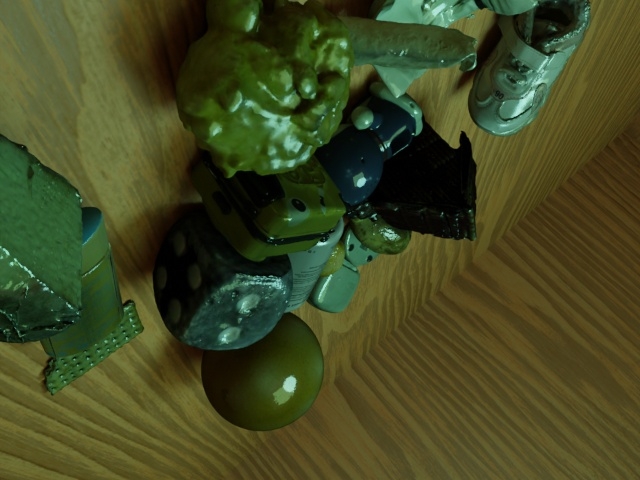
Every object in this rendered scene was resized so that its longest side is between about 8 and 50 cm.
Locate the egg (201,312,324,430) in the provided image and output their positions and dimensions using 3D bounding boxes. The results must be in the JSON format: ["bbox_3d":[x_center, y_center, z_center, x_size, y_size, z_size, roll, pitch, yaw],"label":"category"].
[{"bbox_3d":[-0.131,0.292,1.503,0.282,0.283,0.351,-42,-179,-4],"label":"egg"}]

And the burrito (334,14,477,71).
[{"bbox_3d":[0.099,-0.289,0.972,0.275,0.059,0.082,3,153,-1],"label":"burrito"}]

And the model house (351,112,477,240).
[{"bbox_3d":[0.227,-0.093,1.448,0.297,0.282,0.317,-43,159,-3],"label":"model house"}]

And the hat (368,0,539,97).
[{"bbox_3d":[0.202,-0.389,1.077,0.257,0.168,0.301,-29,-168,27],"label":"hat"}]

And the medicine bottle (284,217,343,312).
[{"bbox_3d":[-0.073,0.040,1.326,0.157,0.157,0.289,-24,152,-42],"label":"medicine bottle"}]

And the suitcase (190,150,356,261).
[{"bbox_3d":[-0.081,-0.071,1.052,0.143,0.194,0.234,-44,161,29],"label":"suitcase"}]

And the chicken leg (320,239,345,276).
[{"bbox_3d":[0.002,0.002,1.503,0.107,0.087,0.252,-29,151,-15],"label":"chicken leg"}]

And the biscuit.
[{"bbox_3d":[-0.413,0.192,1.189,0.203,0.016,0.144,-35,158,-25],"label":"biscuit"}]

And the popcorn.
[{"bbox_3d":[-0.080,-0.213,0.838,0.233,0.192,0.266,-20,128,-17],"label":"popcorn"}]

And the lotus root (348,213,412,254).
[{"bbox_3d":[0.138,-0.043,1.593,0.214,0.138,0.138,26,111,-39],"label":"lotus root"}]

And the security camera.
[{"bbox_3d":[0.068,0.048,1.716,0.157,0.080,0.302,29,93,-46],"label":"security camera"}]

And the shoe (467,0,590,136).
[{"bbox_3d":[0.438,-0.397,1.407,0.351,0.171,0.198,-61,166,9],"label":"shoe"}]

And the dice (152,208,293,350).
[{"bbox_3d":[-0.167,0.067,1.114,0.181,0.182,0.183,8,127,-39],"label":"dice"}]

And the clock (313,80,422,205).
[{"bbox_3d":[0.074,-0.176,1.219,0.243,0.146,0.200,-48,165,-11],"label":"clock"}]

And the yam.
[{"bbox_3d":[-0.371,-0.018,0.619,0.201,0.203,0.271,-7,162,2],"label":"yam"}]

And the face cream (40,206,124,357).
[{"bbox_3d":[-0.367,0.071,0.969,0.139,0.067,0.285,-33,157,-28],"label":"face cream"}]
